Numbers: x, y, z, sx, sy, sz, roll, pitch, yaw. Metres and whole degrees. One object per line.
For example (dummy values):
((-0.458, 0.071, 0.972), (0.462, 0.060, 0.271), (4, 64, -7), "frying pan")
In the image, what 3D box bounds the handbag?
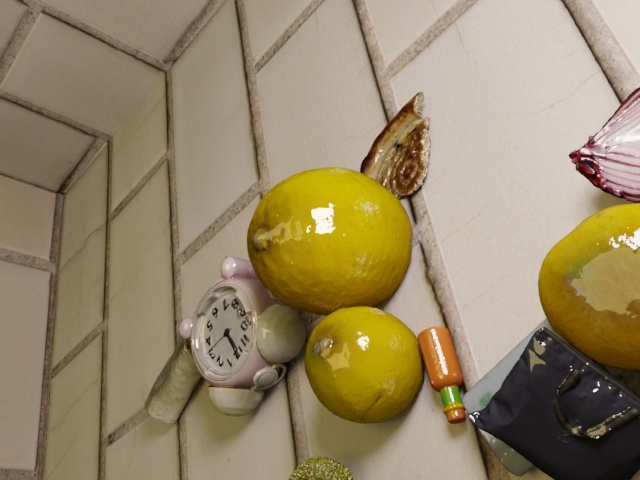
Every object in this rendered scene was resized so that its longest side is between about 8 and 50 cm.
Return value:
((0.387, 0.276, 1.050), (0.254, 0.089, 0.211), (36, 114, 12), "handbag")

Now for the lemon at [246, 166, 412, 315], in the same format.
((0.000, 0.000, 1.536), (0.364, 0.364, 0.364), (-25, 55, 42), "lemon")

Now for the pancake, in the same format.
((0.170, -0.207, 1.653), (0.212, 0.056, 0.257), (-15, 62, 47), "pancake")

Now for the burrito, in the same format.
((-0.418, 0.391, 2.052), (0.299, 0.105, 0.143), (-61, 34, 13), "burrito")

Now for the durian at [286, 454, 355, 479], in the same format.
((0.013, 0.546, 1.429), (0.159, 0.146, 0.198), (-38, 50, 12), "durian")

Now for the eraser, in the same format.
((0.369, 0.263, 1.173), (0.227, 0.081, 0.174), (-50, 44, 21), "eraser")

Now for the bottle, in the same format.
((0.241, 0.262, 1.339), (0.069, 0.069, 0.187), (-37, 49, 35), "bottle")

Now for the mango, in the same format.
((0.503, 0.069, 1.013), (0.365, 0.182, 0.252), (1, 82, 45), "mango")

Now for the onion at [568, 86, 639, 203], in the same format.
((0.550, -0.147, 1.109), (0.284, 0.120, 0.227), (-7, 62, 43), "onion")

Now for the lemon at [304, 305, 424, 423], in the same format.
((0.076, 0.250, 1.423), (0.240, 0.219, 0.240), (-28, 49, 38), "lemon")

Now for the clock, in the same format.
((-0.203, 0.252, 1.801), (0.342, 0.184, 0.326), (-58, 43, 22), "clock")
